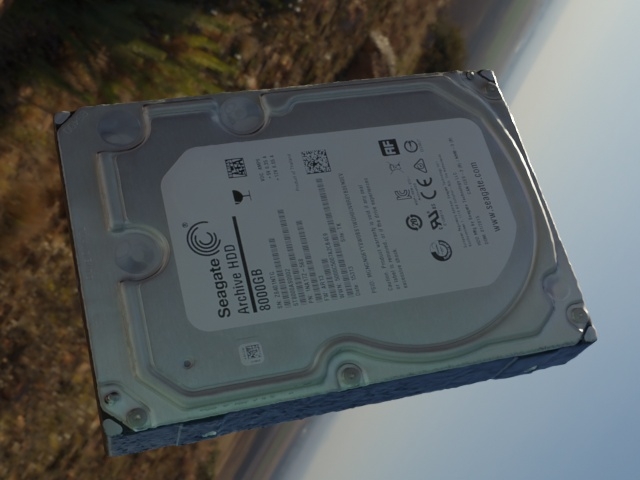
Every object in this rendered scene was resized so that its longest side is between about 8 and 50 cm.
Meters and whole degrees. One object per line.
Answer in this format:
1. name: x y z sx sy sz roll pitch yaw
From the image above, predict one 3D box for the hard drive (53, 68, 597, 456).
1. hard drive: 0.000 0.000 0.637 0.064 0.339 0.237 112 -33 -61
